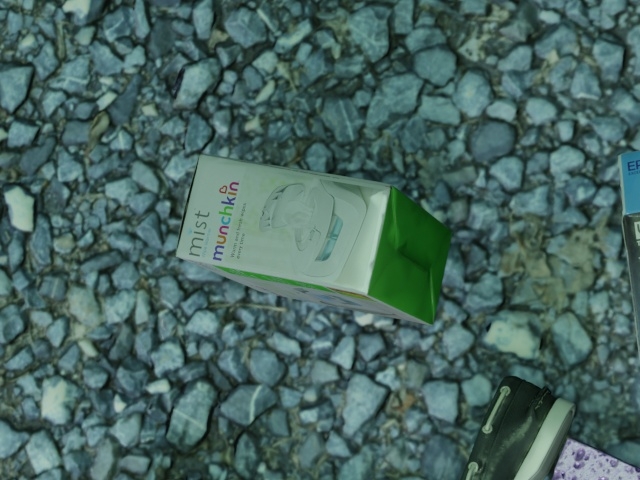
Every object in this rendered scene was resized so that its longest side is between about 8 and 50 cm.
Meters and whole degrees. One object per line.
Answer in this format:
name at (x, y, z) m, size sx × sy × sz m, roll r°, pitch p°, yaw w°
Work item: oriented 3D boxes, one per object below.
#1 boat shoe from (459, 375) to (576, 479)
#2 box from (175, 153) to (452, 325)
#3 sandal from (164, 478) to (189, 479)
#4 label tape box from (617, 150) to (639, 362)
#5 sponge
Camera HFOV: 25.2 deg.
boat shoe at (0.176, 0.295, 1.587) m, size 0.091 × 0.114 × 0.302 m, roll 26°, pitch 77°, yaw 22°
box at (0.000, 0.000, 1.623) m, size 0.231 × 0.262 × 0.127 m, roll 10°, pitch 83°, yaw 20°
sandal at (-0.089, 0.359, 1.676) m, size 0.303 × 0.086 × 0.120 m, roll 9°, pitch 83°, yaw 21°
label tape box at (0.463, 0.066, 1.525) m, size 0.249 × 0.115 × 0.348 m, roll -9°, pitch 74°, yaw 18°
sponge at (0.346, 0.310, 1.559) m, size 0.210 × 0.031 × 0.117 m, roll 22°, pitch 88°, yaw 23°
